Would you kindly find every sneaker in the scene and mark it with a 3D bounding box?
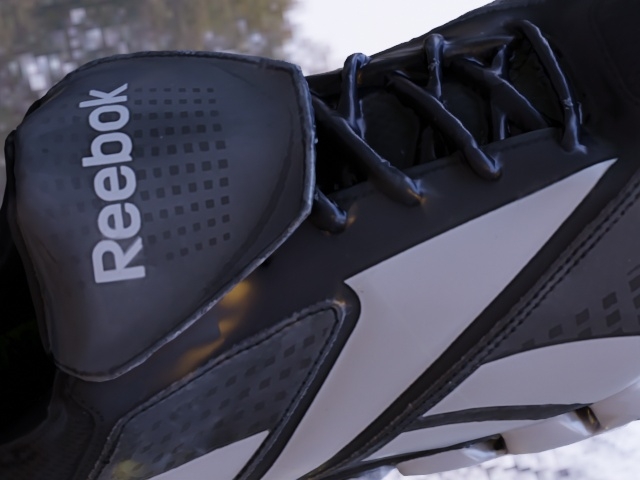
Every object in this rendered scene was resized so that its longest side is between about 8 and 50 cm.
[{"bbox_3d":[0.000,0.000,0.339,0.106,0.234,0.078,34,34,-45],"label":"sneaker"}]
